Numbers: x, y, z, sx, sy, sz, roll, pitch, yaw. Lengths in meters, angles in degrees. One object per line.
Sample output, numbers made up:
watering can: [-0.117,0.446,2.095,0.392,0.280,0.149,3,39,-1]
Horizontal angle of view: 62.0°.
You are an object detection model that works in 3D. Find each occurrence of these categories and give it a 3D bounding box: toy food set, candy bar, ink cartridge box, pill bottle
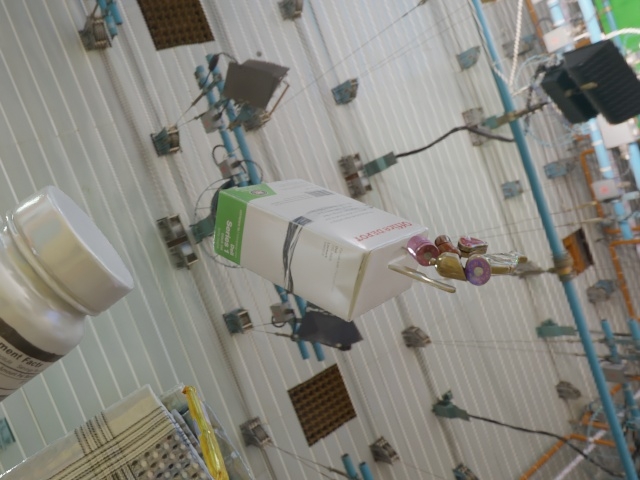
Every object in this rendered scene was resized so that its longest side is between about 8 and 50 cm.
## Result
toy food set: [0.112,0.010,0.432,0.122,0.078,0.019,-15,-61,-48]
candy bar: [-0.140,0.241,0.652,0.018,0.161,0.040,-28,-48,-10]
ink cartridge box: [0.000,0.000,0.672,0.160,0.219,0.092,-17,-55,-51]
pill bottle: [-0.436,0.103,0.665,0.361,0.204,0.204,-37,-76,-10]

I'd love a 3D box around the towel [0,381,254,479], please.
towel: [-0.234,0.348,0.643,0.324,0.312,0.056,-27,-38,-30]
